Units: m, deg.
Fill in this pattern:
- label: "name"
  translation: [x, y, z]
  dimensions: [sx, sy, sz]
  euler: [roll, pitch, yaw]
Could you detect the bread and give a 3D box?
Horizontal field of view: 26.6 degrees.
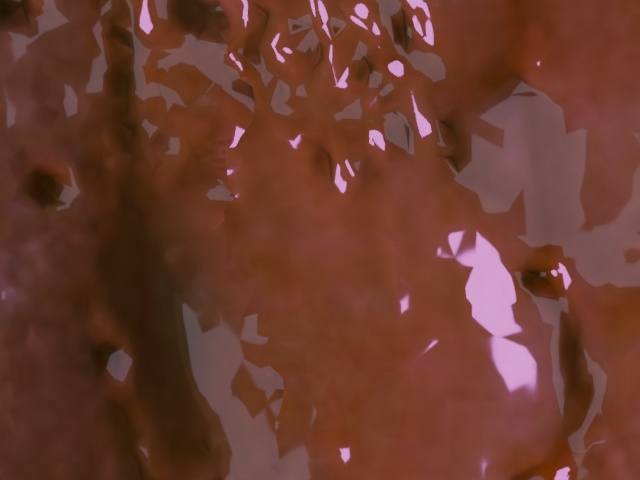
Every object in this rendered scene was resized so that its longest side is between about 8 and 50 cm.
- label: "bread"
  translation: [0.000, 0.000, 0.446]
  dimensions: [0.361, 0.250, 0.394]
  euler: [-5, 98, 5]
